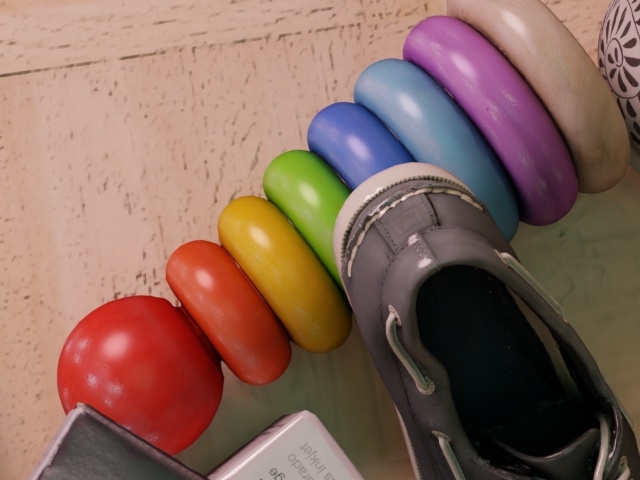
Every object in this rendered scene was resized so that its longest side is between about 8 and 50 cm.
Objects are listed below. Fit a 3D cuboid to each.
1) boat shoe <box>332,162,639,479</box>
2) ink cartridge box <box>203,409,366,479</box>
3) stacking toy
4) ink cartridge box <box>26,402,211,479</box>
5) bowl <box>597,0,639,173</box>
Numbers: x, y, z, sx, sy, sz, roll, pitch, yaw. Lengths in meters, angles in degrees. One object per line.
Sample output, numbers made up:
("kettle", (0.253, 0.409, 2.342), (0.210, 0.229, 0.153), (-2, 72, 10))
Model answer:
("boat shoe", (0.106, 0.109, 1.003), (0.116, 0.099, 0.319), (-30, 115, -3))
("ink cartridge box", (-0.059, 0.247, 1.008), (0.273, 0.114, 0.197), (-38, 88, -9))
("stacking toy", (0.000, 0.000, 1.047), (0.330, 0.141, 0.141), (-36, 88, -7))
("ink cartridge box", (-0.067, 0.283, 0.911), (0.304, 0.072, 0.307), (31, 79, -2))
("bowl", (0.207, -0.082, 1.093), (0.170, 0.080, 0.170), (30, 42, -31))
